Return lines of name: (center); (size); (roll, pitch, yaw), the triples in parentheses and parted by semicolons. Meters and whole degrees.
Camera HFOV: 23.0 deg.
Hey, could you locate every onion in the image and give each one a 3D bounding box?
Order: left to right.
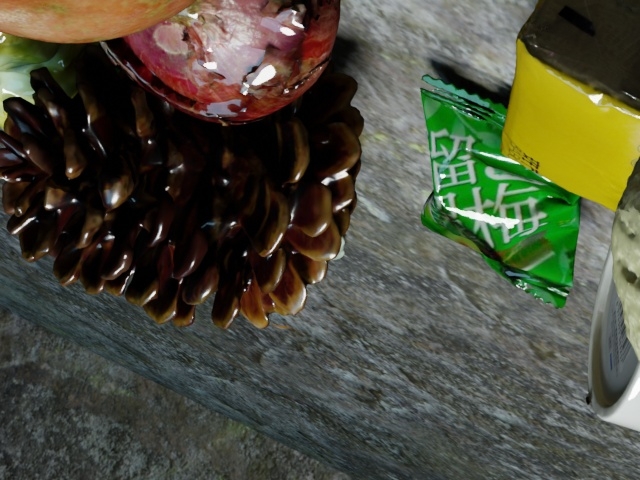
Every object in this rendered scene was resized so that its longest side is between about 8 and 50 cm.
onion: (-0.063, -0.173, 1.057); (0.184, 0.147, 0.184); (12, 123, 18)

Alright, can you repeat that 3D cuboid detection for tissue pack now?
tissue pack: (0.178, -0.087, 0.970); (0.120, 0.082, 0.169); (27, 165, 11)

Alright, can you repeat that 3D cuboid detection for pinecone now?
pinecone: (-0.109, -0.053, 1.186); (0.292, 0.246, 0.246); (1, -179, -31)

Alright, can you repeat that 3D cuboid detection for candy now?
candy: (0.139, -0.043, 1.200); (0.141, 0.078, 0.203); (15, 150, 10)

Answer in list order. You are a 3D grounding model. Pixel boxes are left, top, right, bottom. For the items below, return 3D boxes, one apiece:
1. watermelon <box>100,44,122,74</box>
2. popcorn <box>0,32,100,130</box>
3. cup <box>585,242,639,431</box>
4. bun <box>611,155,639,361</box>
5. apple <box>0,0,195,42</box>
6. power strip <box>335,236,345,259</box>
watermelon: (-0.150, -0.141, 1.351); (0.109, 0.109, 0.109); (27, 164, 8)
popcorn: (-0.268, -0.189, 1.242); (0.221, 0.184, 0.204); (67, 180, -50)
cup: (0.288, 0.050, 0.971); (0.226, 0.185, 0.241); (11, -160, -5)
bun: (0.258, -0.004, 0.781); (0.244, 0.244, 0.153); (27, -172, 7)
apple: (-0.144, -0.228, 0.822); (0.253, 0.253, 0.253); (27, 164, 8)
power strip: (0.000, 0.000, 1.677); (0.055, 0.035, 0.083); (32, 151, -9)
